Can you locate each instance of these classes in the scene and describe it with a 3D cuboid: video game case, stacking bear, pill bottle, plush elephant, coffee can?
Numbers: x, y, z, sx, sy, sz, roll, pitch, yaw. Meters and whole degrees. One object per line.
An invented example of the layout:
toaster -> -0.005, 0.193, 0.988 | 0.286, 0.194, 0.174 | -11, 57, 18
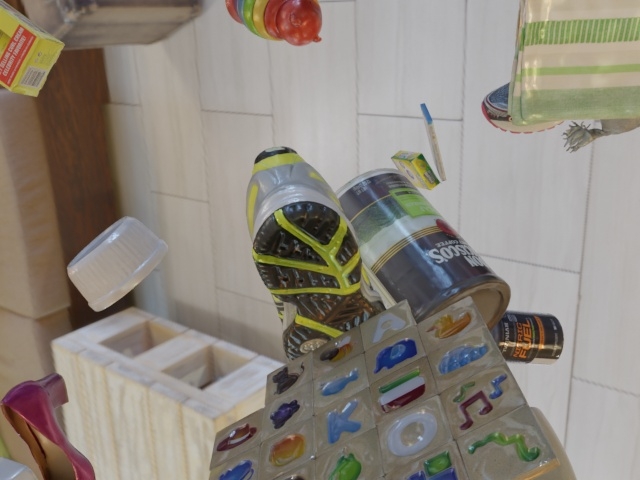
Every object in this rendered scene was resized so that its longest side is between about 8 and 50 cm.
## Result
video game case -> 0.280, -0.245, 1.671 | 0.015, 0.119, 0.166 | -16, 121, 8
stacking bear -> -0.099, -0.563, 1.640 | 0.164, 0.175, 0.289 | -51, 48, 4
pill bottle -> 0.449, 0.232, 1.625 | 0.130, 0.245, 0.131 | -174, 90, -74
plush elephant -> 0.639, -0.376, 1.455 | 0.329, 0.272, 0.256 | -26, 101, 17
coffee can -> 0.139, 0.044, 1.087 | 0.275, 0.201, 0.202 | 53, 133, 35

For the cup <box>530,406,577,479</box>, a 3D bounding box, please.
cup -> 0.389, 0.532, 1.343 | 0.237, 0.330, 0.331 | 52, 133, 38

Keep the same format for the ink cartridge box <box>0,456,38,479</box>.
ink cartridge box -> -0.519, 0.494, 0.974 | 0.121, 0.289, 0.211 | -7, 112, 47

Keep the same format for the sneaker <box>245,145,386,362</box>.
sneaker -> 0.000, 0.038, 0.846 | 0.385, 0.145, 0.147 | 81, 175, -53

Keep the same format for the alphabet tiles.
alphabet tiles -> 0.022, 0.164, 0.539 | 0.285, 0.343, 0.011 | -31, 109, 10

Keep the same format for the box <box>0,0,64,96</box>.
box -> -0.456, -0.289, 0.882 | 0.232, 0.058, 0.087 | 37, 102, 6

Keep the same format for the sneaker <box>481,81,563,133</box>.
sneaker -> 0.416, -0.281, 1.138 | 0.299, 0.112, 0.121 | -20, 52, 15

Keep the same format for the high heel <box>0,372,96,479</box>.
high heel -> -0.629, 0.501, 1.524 | 0.127, 0.181, 0.378 | -15, 92, 16

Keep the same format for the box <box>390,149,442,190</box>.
box -> 0.270, -0.196, 1.883 | 0.105, 0.043, 0.179 | 53, 172, -17

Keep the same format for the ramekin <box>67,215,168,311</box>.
ramekin -> -0.438, 0.041, 1.433 | 0.207, 0.207, 0.109 | -23, 113, 42

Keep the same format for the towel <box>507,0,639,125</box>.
towel -> 0.406, -0.330, 0.975 | 0.247, 0.038, 0.325 | -3, 119, 2
